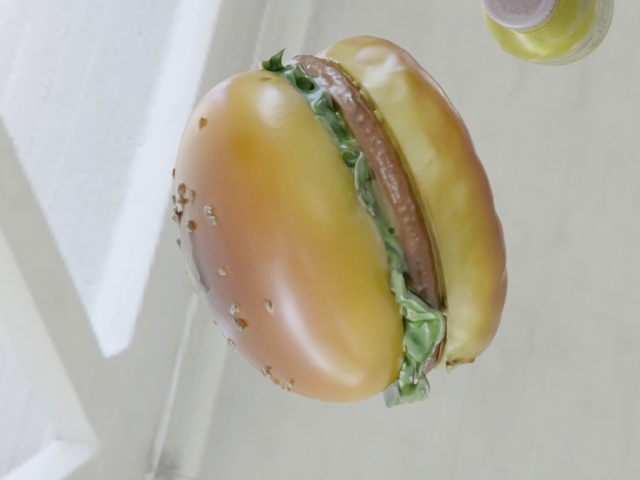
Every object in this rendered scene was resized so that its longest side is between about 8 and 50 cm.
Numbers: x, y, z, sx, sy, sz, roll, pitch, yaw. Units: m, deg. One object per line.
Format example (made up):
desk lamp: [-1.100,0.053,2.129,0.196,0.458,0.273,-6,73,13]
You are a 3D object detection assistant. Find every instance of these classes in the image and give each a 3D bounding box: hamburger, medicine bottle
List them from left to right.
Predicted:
hamburger: [0.000,-0.001,0.799,0.170,0.246,0.246,-19,-73,-14]
medicine bottle: [0.221,-0.240,1.272,0.212,0.122,0.122,-14,-78,-68]
